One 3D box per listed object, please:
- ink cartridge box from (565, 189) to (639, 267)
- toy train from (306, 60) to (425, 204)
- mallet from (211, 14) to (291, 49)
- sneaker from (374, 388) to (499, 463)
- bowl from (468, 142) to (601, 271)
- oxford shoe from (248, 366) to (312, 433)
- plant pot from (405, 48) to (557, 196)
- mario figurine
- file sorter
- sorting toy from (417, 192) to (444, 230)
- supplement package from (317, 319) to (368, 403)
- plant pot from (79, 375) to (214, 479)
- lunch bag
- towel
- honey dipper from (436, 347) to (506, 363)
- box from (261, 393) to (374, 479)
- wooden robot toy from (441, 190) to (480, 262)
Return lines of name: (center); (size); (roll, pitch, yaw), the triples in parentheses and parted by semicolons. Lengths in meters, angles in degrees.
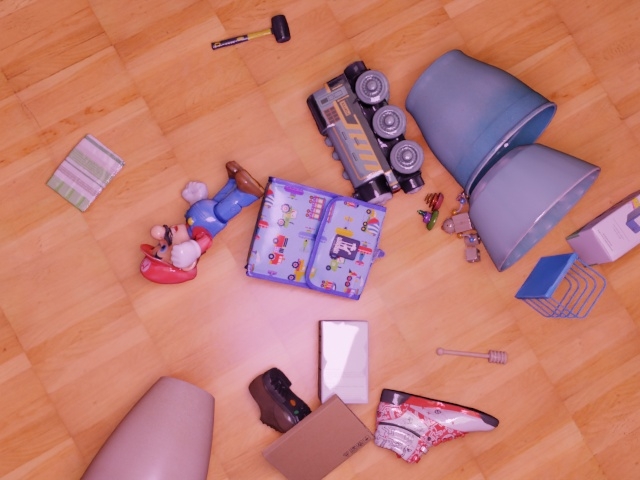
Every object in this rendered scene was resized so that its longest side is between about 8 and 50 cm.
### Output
ink cartridge box: (0.700, -0.036, 1.680); (0.212, 0.154, 0.093); (-31, 85, -7)
toy train: (0.108, -0.241, 1.671); (0.190, 0.142, 0.333); (-26, 89, 6)
mallet: (-0.162, -0.475, 1.723); (0.190, 0.039, 0.062); (-22, 88, -2)
sneaker: (0.253, 0.429, 1.620); (0.270, 0.090, 0.144); (13, 83, 0)
bowl: (0.449, -0.095, 1.611); (0.311, 0.311, 0.163); (-41, 73, -8)
oxford shoe: (-0.079, 0.391, 1.610); (0.096, 0.083, 0.227); (-31, 96, 23)
plant pot: (0.341, -0.284, 1.638); (0.272, 0.271, 0.255); (-40, 73, -8)
mario figurine: (-0.280, -0.044, 1.575); (0.170, 0.198, 0.320); (43, 88, 6)
file sorter: (0.543, 0.109, 1.643); (0.104, 0.170, 0.118); (37, 82, -4)
sorting toy: (0.252, -0.071, 1.694); (0.042, 0.061, 0.102); (24, 59, -1)
supplement package: (0.049, 0.266, 1.612); (0.105, 0.105, 0.179); (1, 84, -4)
plant pot: (-0.332, 0.433, 1.507); (0.257, 0.256, 0.274); (21, 66, -2)
lunch bag: (0.000, 0.000, 1.622); (0.293, 0.138, 0.220); (14, 94, -9)
towel: (-0.535, -0.154, 1.658); (0.113, 0.023, 0.152); (38, 84, 3)
honey dipper: (0.348, 0.264, 1.677); (0.161, 0.030, 0.030); (5, 83, -3)
box: (-0.003, 0.438, 1.560); (0.201, 0.021, 0.164); (-38, 123, -1)
wooden robot toy: (0.326, -0.029, 1.705); (0.079, 0.076, 0.173); (-15, 83, 29)
